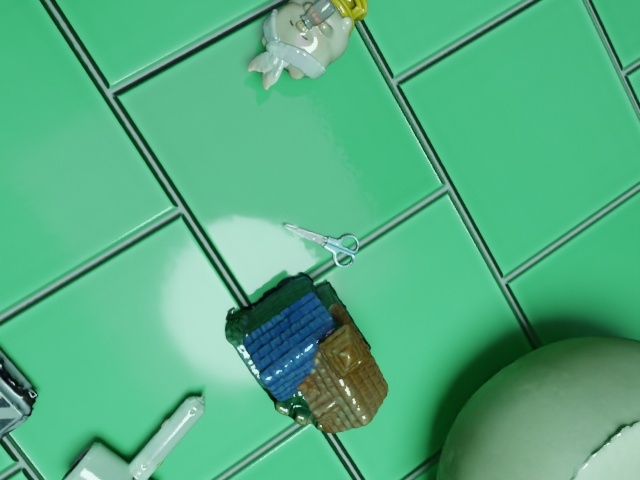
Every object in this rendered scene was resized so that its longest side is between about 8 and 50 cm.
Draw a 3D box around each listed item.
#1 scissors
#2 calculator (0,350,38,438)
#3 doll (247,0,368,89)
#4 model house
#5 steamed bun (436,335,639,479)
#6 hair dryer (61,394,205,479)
[{"bbox_3d":[0.000,0.000,0.513,0.083,0.006,0.036,22,90,-12],"label":"scissors"},{"bbox_3d":[-0.393,0.090,0.426,0.166,0.028,0.274,-37,98,-5],"label":"calculator"},{"bbox_3d":[-0.011,-0.191,0.460,0.073,0.084,0.127,46,76,-10],"label":"doll"},{"bbox_3d":[-0.005,0.112,0.446,0.119,0.149,0.148,-32,97,-8],"label":"model house"},{"bbox_3d":[0.262,0.251,0.479,0.324,0.206,0.324,0,91,-11],"label":"steamed bun"},{"bbox_3d":[-0.162,0.195,0.472,0.082,0.047,0.137,44,78,-10],"label":"hair dryer"}]
